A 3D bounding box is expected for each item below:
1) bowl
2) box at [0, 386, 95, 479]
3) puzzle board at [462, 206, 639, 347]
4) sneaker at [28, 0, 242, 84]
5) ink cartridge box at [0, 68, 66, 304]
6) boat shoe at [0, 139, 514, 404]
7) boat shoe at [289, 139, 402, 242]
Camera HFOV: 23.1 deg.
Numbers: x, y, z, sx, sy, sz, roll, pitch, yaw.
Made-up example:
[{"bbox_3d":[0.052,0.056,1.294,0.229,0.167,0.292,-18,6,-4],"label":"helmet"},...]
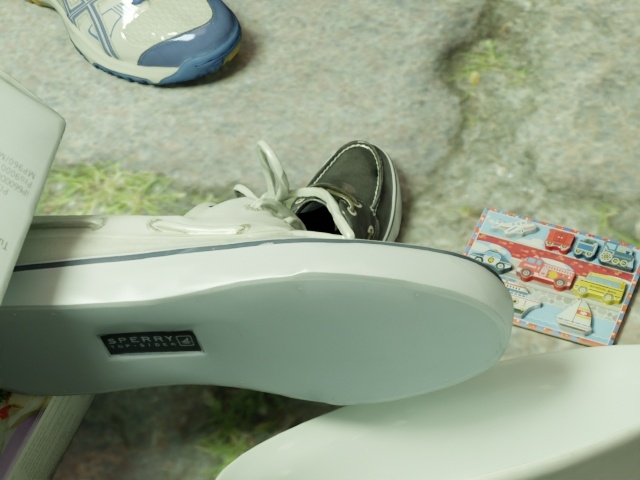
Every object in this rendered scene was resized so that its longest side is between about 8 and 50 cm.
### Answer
[{"bbox_3d":[0.095,0.165,0.912,0.297,0.298,0.134,-15,94,-6],"label":"bowl"},{"bbox_3d":[-0.219,0.149,1.047,0.063,0.067,0.324,13,54,16],"label":"box"},{"bbox_3d":[0.164,0.025,1.141,0.128,0.011,0.096,15,53,19],"label":"puzzle board"},{"bbox_3d":[-0.192,-0.240,1.331,0.296,0.131,0.112,32,58,27],"label":"sneaker"},{"bbox_3d":[-0.315,0.106,0.958,0.091,0.308,0.385,35,47,-23],"label":"ink cartridge box"},{"bbox_3d":[-0.055,0.015,1.026,0.367,0.136,0.156,-4,47,15],"label":"boat shoe"},{"bbox_3d":[0.000,0.000,1.139,0.080,0.076,0.228,15,54,19],"label":"boat shoe"}]
